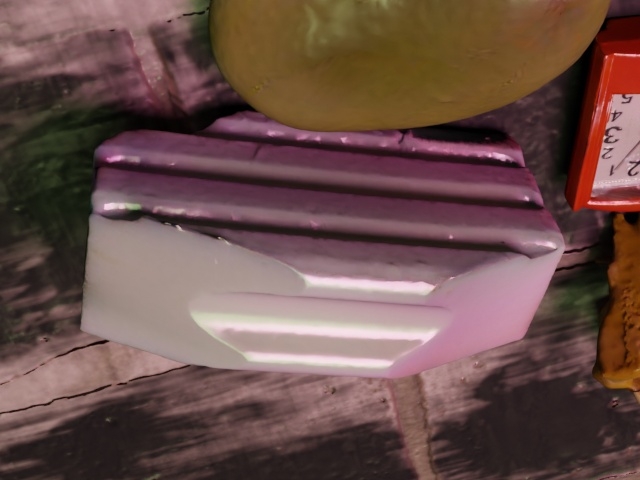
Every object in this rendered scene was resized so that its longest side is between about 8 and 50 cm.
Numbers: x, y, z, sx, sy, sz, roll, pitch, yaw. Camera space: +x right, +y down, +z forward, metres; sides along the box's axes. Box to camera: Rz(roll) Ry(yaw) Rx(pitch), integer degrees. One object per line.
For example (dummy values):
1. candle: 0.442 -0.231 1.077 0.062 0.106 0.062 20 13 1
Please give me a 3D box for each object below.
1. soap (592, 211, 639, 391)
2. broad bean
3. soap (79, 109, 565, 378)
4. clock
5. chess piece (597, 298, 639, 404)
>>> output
1. soap: 0.394 -0.006 0.801 0.339 0.169 0.304 -2 148 -9
2. broad bean: 0.057 -0.154 0.715 0.263 0.121 0.189 -8 136 15
3. soap: 0.000 0.000 0.760 0.324 0.193 0.109 5 127 -14
4. clock: 0.247 -0.094 0.821 0.113 0.061 0.155 -6 132 -6
5. chess piece: 0.295 0.105 0.986 0.066 0.066 0.122 -23 133 8
